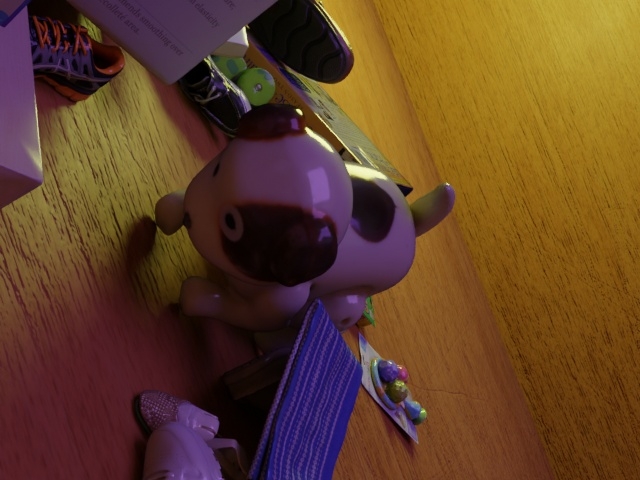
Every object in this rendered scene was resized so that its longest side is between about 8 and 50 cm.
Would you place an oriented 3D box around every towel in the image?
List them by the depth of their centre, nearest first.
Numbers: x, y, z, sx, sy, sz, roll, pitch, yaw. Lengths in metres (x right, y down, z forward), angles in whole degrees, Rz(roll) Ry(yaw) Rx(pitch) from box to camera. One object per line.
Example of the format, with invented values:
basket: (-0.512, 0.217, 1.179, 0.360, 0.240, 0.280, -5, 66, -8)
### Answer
towel: (-0.005, 0.240, 1.288, 0.336, 0.040, 0.243, 63, 44, -66)

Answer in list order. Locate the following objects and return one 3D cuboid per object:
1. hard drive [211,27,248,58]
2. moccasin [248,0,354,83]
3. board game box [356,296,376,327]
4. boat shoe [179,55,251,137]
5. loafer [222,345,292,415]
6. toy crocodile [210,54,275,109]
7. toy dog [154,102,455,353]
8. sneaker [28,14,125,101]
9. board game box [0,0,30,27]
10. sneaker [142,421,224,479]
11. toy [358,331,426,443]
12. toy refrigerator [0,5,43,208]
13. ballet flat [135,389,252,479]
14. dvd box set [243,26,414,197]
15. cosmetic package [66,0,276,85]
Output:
hard drive: (-0.234, -0.435, 1.521, 0.203, 0.040, 0.307, 5, 56, -27)
moccasin: (-0.077, -0.437, 1.827, 0.380, 0.139, 0.147, 39, 20, 20)
board game box: (0.041, 0.072, 1.905, 0.259, 0.039, 0.124, 46, 29, -44)
boat shoe: (-0.192, -0.255, 1.560, 0.219, 0.078, 0.070, 53, 21, -17)
loafer: (-0.051, 0.217, 1.369, 0.268, 0.102, 0.092, 24, 41, -66)
toy crocodile: (-0.177, -0.311, 1.631, 0.340, 0.105, 0.115, 59, -19, -20)
toy dog: (-0.027, -0.009, 1.270, 0.408, 0.396, 0.284, 37, 47, -69)
sneaker: (-0.322, -0.235, 1.146, 0.215, 0.083, 0.084, 12, 59, -67)
board game box: (-0.424, -0.362, 0.847, 0.347, 0.078, 0.233, 16, 52, -46)
sneaker: (-0.160, 0.299, 1.001, 0.095, 0.090, 0.235, 30, 39, -48)
toy: (0.157, 0.298, 1.943, 0.237, 0.056, 0.137, 54, 21, -37)
toy refrigerator: (-0.359, -0.168, 0.953, 0.102, 0.094, 0.269, 26, 44, -54)
ballet flat: (-0.139, 0.241, 1.142, 0.206, 0.067, 0.073, 53, 26, -36)
dvd box set: (-0.006, -0.239, 1.846, 0.420, 0.062, 0.308, 49, 14, 12)
cosmetic package: (-0.188, -0.486, 1.201, 0.329, 0.394, 0.327, 41, 16, -56)
